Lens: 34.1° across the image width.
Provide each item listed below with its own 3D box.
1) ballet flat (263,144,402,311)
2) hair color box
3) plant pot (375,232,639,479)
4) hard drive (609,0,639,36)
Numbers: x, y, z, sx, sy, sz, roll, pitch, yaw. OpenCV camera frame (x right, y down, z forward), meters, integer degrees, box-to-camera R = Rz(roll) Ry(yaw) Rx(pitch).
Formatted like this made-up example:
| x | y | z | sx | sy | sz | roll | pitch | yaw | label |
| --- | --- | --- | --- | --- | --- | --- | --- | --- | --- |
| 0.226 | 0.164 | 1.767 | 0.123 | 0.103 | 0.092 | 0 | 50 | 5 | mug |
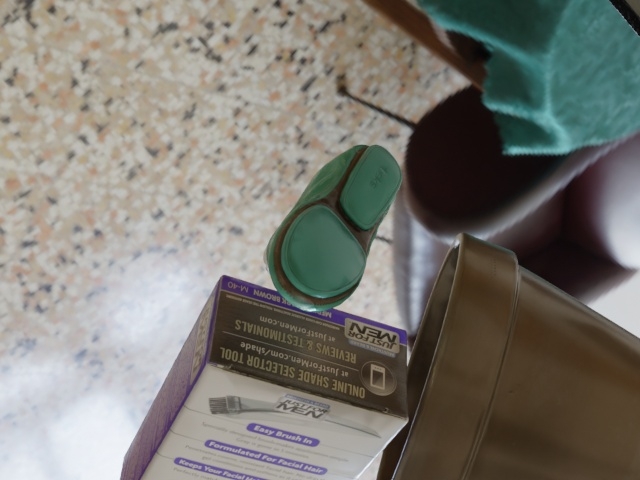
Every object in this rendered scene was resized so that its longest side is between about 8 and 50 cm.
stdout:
| x | y | z | sx | sy | sz | roll | pitch | yaw | label |
| --- | --- | --- | --- | --- | --- | --- | --- | --- | --- |
| 0.000 | 0.000 | 0.890 | 0.087 | 0.083 | 0.247 | -35 | -168 | 34 | ballet flat |
| -0.069 | 0.193 | 1.008 | 0.185 | 0.110 | 0.338 | 18 | 136 | -15 | hair color box |
| 0.230 | 0.183 | 1.101 | 0.323 | 0.281 | 0.323 | 16 | 90 | -87 | plant pot |
| 0.337 | -0.241 | 0.976 | 0.135 | 0.094 | 0.022 | -42 | -177 | -16 | hard drive |
